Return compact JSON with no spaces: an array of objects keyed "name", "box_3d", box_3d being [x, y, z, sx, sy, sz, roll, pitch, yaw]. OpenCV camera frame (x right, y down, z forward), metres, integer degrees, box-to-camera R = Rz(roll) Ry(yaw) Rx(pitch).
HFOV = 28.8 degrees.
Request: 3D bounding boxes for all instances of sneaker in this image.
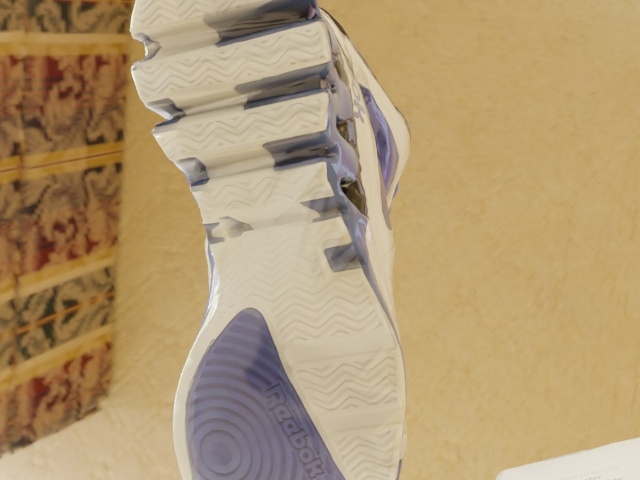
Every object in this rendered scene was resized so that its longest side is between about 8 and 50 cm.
[{"name":"sneaker","box_3d":[0.000,-0.001,0.688,0.127,0.182,0.315,-6,93,19]}]

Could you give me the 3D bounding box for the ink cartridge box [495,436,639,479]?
[{"name":"ink cartridge box","box_3d":[0.156,0.267,0.640,0.129,0.307,0.223,-20,98,24]}]
